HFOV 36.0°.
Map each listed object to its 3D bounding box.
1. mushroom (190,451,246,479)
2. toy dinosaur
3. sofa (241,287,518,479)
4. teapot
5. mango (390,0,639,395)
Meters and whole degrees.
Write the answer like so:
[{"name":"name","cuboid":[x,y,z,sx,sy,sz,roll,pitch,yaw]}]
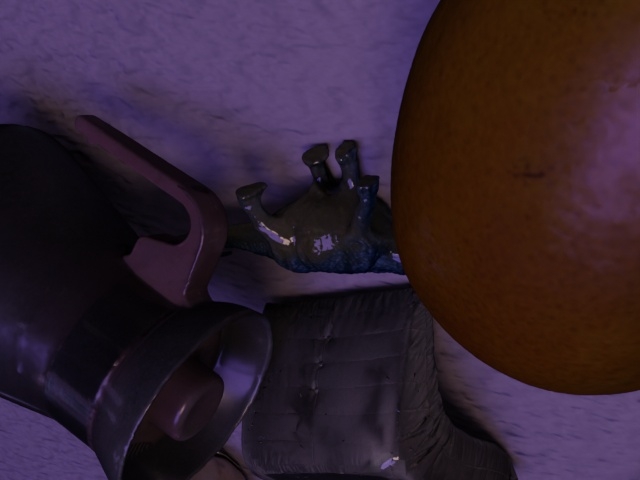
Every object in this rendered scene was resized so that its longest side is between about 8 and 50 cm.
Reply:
[{"name":"mushroom","cuboid":[-0.163,0.321,1.230,0.154,0.122,0.154,-9,131,-10]},{"name":"toy dinosaur","cuboid":[0.001,-0.008,0.862,0.363,0.076,0.147,6,131,27]},{"name":"sofa","cuboid":[0.061,0.169,0.980,0.210,0.176,0.225,-11,149,38]},{"name":"teapot","cuboid":[-0.225,0.043,0.902,0.344,0.253,0.300,31,111,20]},{"name":"mango","cuboid":[0.173,-0.060,0.587,0.264,0.221,0.378,45,148,17]}]
